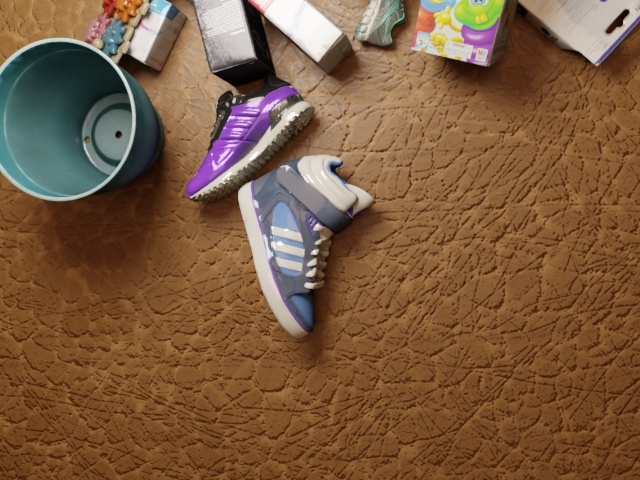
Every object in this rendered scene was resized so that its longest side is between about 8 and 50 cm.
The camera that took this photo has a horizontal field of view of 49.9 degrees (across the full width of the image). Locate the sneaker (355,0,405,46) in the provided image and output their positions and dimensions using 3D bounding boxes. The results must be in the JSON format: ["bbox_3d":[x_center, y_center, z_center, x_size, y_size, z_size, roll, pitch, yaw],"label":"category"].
[{"bbox_3d":[0.130,-0.438,1.287,0.076,0.065,0.166,24,99,-10],"label":"sneaker"}]

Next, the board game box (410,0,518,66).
[{"bbox_3d":[0.265,-0.453,1.163,0.142,0.144,0.275,19,116,18],"label":"board game box"}]

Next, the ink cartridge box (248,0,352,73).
[{"bbox_3d":[-0.034,-0.398,1.270,0.175,0.127,0.072,43,99,5],"label":"ink cartridge box"}]

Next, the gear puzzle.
[{"bbox_3d":[-0.358,-0.504,1.307,0.175,0.044,0.338,35,99,46],"label":"gear puzzle"}]

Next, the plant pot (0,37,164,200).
[{"bbox_3d":[-0.421,-0.208,1.270,0.272,0.255,0.271,0,93,8],"label":"plant pot"}]

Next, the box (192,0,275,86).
[{"bbox_3d":[-0.159,-0.383,1.274,0.093,0.156,0.158,-15,91,9],"label":"box"}]

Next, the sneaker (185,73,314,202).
[{"bbox_3d":[-0.162,-0.202,1.319,0.293,0.102,0.146,-41,82,3],"label":"sneaker"}]

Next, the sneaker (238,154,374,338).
[{"bbox_3d":[0.000,0.000,1.281,0.236,0.130,0.322,-20,84,13],"label":"sneaker"}]

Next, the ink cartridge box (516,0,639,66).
[{"bbox_3d":[0.420,-0.473,1.234,0.333,0.065,0.165,44,97,6],"label":"ink cartridge box"}]

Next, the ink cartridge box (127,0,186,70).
[{"bbox_3d":[-0.319,-0.400,1.330,0.052,0.088,0.122,27,96,6],"label":"ink cartridge box"}]

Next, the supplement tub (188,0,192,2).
[{"bbox_3d":[-0.241,-0.494,1.303,0.071,0.107,0.070,0,94,0],"label":"supplement tub"}]
